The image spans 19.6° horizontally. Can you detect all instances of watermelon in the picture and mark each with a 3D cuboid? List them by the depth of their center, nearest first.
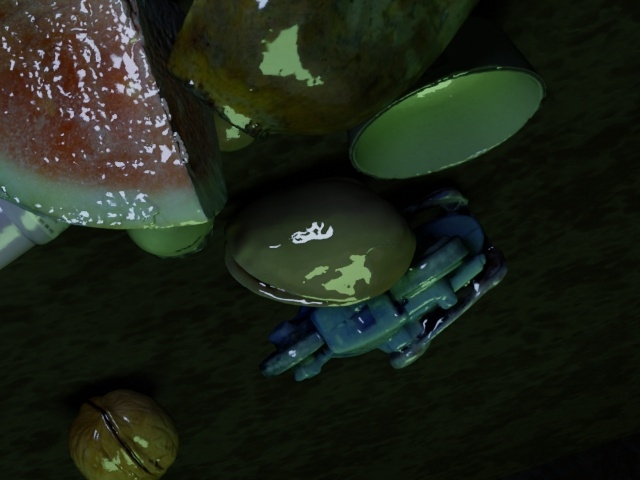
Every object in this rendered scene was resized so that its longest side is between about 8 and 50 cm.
[{"bbox_3d":[-0.212,-0.132,1.608,0.310,0.232,0.193,21,174,23],"label":"watermelon"}]

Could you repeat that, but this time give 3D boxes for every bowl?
[{"bbox_3d":[0.112,-0.161,1.886,0.211,0.112,0.211,-18,159,-7],"label":"bowl"}]

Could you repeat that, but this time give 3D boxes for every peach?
[{"bbox_3d":[-0.096,-0.128,1.832,0.083,0.083,0.083,-17,158,-7],"label":"peach"}]

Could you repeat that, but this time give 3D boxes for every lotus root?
[{"bbox_3d":[0.005,-0.191,1.562,0.260,0.149,0.267,-46,155,-7],"label":"lotus root"}]

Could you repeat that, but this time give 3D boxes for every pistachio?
[{"bbox_3d":[0.000,0.000,2.127,0.223,0.152,0.126,2,159,-3],"label":"pistachio"}]

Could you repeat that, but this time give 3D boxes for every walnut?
[{"bbox_3d":[-0.272,0.275,2.544,0.144,0.144,0.180,-22,154,4],"label":"walnut"}]

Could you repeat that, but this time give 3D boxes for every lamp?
[{"bbox_3d":[-0.160,-0.028,1.972,0.101,0.101,0.250,-21,167,1],"label":"lamp"}]

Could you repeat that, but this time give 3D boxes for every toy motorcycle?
[{"bbox_3d":[0.085,0.079,2.325,0.319,0.182,0.241,-32,155,23],"label":"toy motorcycle"}]

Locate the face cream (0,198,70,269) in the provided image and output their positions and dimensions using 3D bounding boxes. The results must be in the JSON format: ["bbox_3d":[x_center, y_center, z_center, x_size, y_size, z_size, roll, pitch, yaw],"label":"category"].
[{"bbox_3d":[-0.246,-0.076,1.835,0.274,0.096,0.154,-34,155,1],"label":"face cream"}]
